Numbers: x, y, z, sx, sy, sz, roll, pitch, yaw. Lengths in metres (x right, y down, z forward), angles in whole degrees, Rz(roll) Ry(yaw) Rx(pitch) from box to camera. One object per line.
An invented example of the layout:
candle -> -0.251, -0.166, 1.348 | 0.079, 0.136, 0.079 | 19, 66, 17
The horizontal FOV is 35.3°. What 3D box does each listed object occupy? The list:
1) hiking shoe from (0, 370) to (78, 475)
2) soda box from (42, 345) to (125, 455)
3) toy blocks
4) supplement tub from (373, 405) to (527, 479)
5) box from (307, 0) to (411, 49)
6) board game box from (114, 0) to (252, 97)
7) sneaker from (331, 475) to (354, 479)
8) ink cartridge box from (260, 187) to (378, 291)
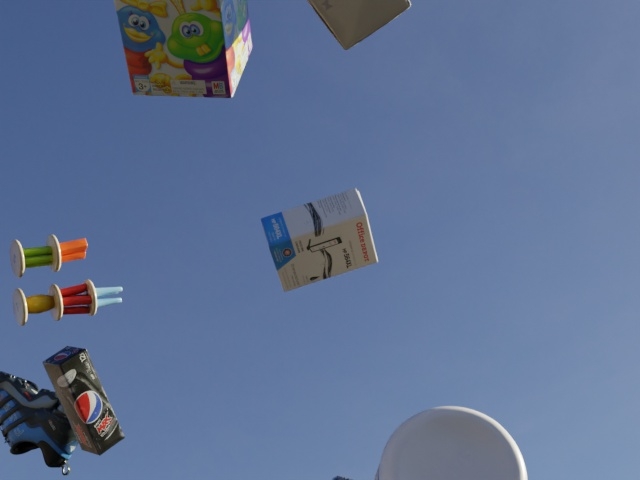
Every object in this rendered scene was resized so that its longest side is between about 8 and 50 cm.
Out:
hiking shoe -> -0.560, 0.319, 1.840 | 0.304, 0.132, 0.113 | 13, -14, 32
soda box -> -0.374, 0.253, 1.589 | 0.060, 0.053, 0.168 | 1, -63, 46
toy blocks -> -0.350, 0.050, 1.400 | 0.148, 0.123, 0.054 | -7, 16, -32
supplement tub -> 0.203, 0.449, 1.718 | 0.241, 0.241, 0.331 | -1, -32, -5
box -> 0.034, -0.371, 1.387 | 0.113, 0.275, 0.094 | -32, -60, 13
board game box -> -0.181, -0.340, 1.304 | 0.142, 0.144, 0.275 | 3, -49, 8
sneaker -> 0.047, 0.330, 1.005 | 0.112, 0.131, 0.319 | 41, -11, -12
ink cartridge box -> 0.000, 0.000, 2.002 | 0.203, 0.085, 0.148 | -18, -44, -1
